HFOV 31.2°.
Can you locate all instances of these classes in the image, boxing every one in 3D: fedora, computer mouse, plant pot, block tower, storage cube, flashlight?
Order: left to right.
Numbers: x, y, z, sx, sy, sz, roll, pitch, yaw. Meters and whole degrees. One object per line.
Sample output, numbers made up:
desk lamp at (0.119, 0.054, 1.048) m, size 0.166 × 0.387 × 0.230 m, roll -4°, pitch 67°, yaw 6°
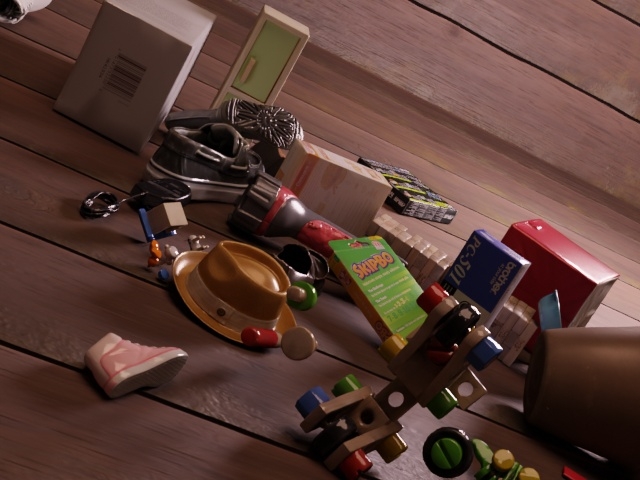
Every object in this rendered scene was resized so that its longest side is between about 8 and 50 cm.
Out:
computer mouse at (-0.274, -0.053, 1.709) m, size 0.071 × 0.041 × 0.242 m, roll 28°, pitch 22°, yaw 24°
fedora at (-0.104, 0.059, 1.553) m, size 0.194 × 0.079 × 0.194 m, roll 27°, pitch 26°, yaw -14°
flashlight at (0.000, 0.000, 1.896) m, size 0.304 × 0.103 × 0.103 m, roll 31°, pitch -20°, yaw -10°
block tower at (0.220, 0.084, 2.015) m, size 0.335 × 0.091 × 0.097 m, roll 34°, pitch 19°, yaw 10°
storage cube at (0.419, 0.089, 2.164) m, size 0.193 × 0.183 × 0.215 m, roll 38°, pitch 19°, yaw 21°
plant pot at (0.441, 0.230, 1.770) m, size 0.229 × 0.263 × 0.263 m, roll 11°, pitch 18°, yaw 1°

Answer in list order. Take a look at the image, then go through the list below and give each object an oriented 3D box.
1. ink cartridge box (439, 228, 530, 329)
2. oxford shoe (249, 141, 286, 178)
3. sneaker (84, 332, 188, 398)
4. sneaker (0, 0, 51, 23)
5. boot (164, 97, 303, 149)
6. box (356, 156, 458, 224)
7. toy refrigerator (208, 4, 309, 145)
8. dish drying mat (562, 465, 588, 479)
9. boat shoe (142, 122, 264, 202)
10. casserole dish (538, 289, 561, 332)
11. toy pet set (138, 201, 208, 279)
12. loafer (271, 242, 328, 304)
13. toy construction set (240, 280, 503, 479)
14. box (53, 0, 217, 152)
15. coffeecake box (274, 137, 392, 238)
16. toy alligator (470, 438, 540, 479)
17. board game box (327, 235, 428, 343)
ink cartridge box at (0.234, 0.094, 1.814) m, size 0.097 × 0.207 × 0.046 m, roll 37°, pitch 18°, yaw 22°
oxford shoe at (-0.089, -0.133, 2.190) m, size 0.076 × 0.076 × 0.212 m, roll 55°, pitch 0°, yaw -32°
sneaker at (-0.207, 0.129, 1.275) m, size 0.070 × 0.051 × 0.134 m, roll 43°, pitch 25°, yaw 20°
sneaker at (-0.607, -0.463, 2.236) m, size 0.091 × 0.094 × 0.258 m, roll 53°, pitch 27°, yaw 10°
boot at (-0.159, -0.202, 2.092) m, size 0.190 × 0.076 × 0.208 m, roll 23°, pitch -21°, yaw -30°
box at (0.190, -0.111, 2.582) m, size 0.191 × 0.045 × 0.184 m, roll 10°, pitch 29°, yaw -50°
toy refrigerator at (-0.129, -0.316, 2.257) m, size 0.102 × 0.269 × 0.094 m, roll 27°, pitch 18°, yaw -12°
dish drying mat at (0.389, 0.357, 1.670) m, size 0.083 × 0.008 × 0.032 m, roll 31°, pitch 17°, yaw 6°
boat shoe at (-0.171, -0.138, 1.952) m, size 0.121 × 0.119 × 0.335 m, roll 34°, pitch 17°, yaw 14°
casserole dish at (0.400, 0.178, 1.971) m, size 0.037 × 0.188 × 0.114 m, roll -8°, pitch 14°, yaw 10°
toy pet set at (-0.222, 0.007, 1.615) m, size 0.122 × 0.065 × 0.114 m, roll -6°, pitch 75°, yaw -58°
loafer at (-0.032, 0.044, 1.740) m, size 0.080 × 0.078 × 0.220 m, roll 33°, pitch 18°, yaw 9°
toy construction set at (0.074, 0.165, 1.430) m, size 0.309 × 0.257 × 0.237 m, roll 23°, pitch -1°, yaw 14°
box at (-0.323, -0.325, 2.064) m, size 0.168 × 0.215 × 0.345 m, roll 28°, pitch 17°, yaw -7°
coffeecake box at (0.009, -0.079, 2.038) m, size 0.185 × 0.142 × 0.068 m, roll 21°, pitch 19°, yaw -29°
toy alligator at (0.263, 0.329, 1.485) m, size 0.190 × 0.056 × 0.051 m, roll 36°, pitch 60°, yaw 13°
board game box at (0.114, 0.096, 1.787) m, size 0.124 × 0.039 × 0.259 m, roll -6°, pitch 52°, yaw -42°
